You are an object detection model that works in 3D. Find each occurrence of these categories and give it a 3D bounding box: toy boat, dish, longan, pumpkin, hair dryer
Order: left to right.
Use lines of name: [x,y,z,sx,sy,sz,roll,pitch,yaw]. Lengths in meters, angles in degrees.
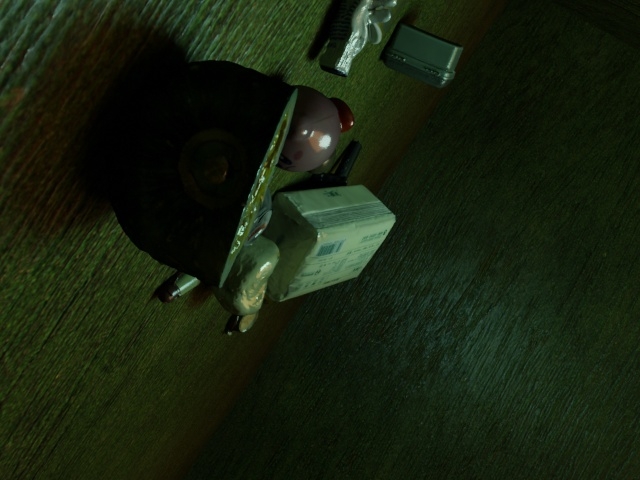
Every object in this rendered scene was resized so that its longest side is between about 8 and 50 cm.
pumpkin: [-0.166,-0.103,0.772,0.263,0.197,0.292,-72,-174,-75]
toy boat: [-0.262,0.260,1.973,0.089,0.071,0.185,36,87,-39]
dish: [-0.169,-0.047,1.313,0.229,0.081,0.229,-54,172,-12]
longan: [-0.007,-0.226,1.469,0.106,0.106,0.119,-54,-175,-13]
hair dryer: [0.067,-0.235,1.914,0.244,0.116,0.302,99,15,-70]

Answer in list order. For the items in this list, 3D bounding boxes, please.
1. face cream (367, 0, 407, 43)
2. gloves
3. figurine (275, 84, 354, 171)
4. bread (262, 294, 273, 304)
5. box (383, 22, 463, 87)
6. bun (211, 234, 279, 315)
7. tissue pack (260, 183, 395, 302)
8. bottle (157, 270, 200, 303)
face cream: [0.189,-0.595,1.301,0.285,0.067,0.139,-55,172,-1]
gloves: [0.072,-0.438,1.148,0.229,0.097,0.119,-53,177,14]
figurine: [-0.046,-0.213,1.102,0.173,0.173,0.173,-54,171,-13]
bread: [-0.165,0.164,2.094,0.160,0.088,0.233,-59,175,-17]
box: [0.299,-0.538,1.661,0.148,0.210,0.129,-42,156,-62]
bun: [-0.200,0.084,1.461,0.229,0.145,0.229,-167,-90,-71]
tissue pack: [0.000,0.000,1.701,0.380,0.207,0.297,-11,141,-49]
bottle: [-0.307,0.097,1.220,0.101,0.047,0.063,-40,126,-47]
